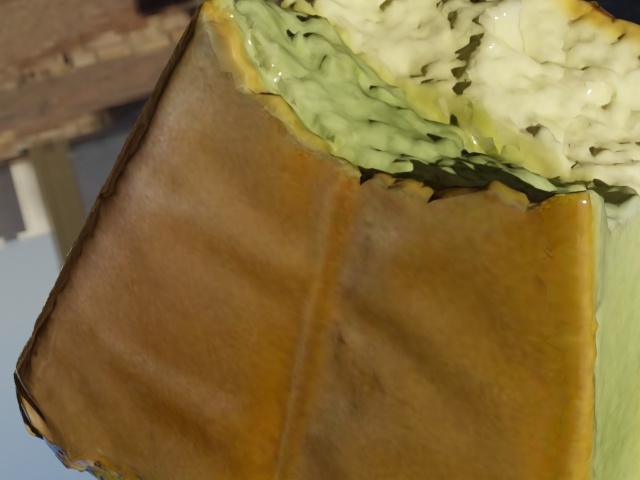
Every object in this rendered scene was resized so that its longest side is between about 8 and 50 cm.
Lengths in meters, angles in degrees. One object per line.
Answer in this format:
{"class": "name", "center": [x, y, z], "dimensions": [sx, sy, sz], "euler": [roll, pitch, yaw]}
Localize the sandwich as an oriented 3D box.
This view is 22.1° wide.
{"class": "sandwich", "center": [0.000, 0.000, 0.459], "dimensions": [0.220, 0.186, 0.108], "euler": [17, -144, 34]}
